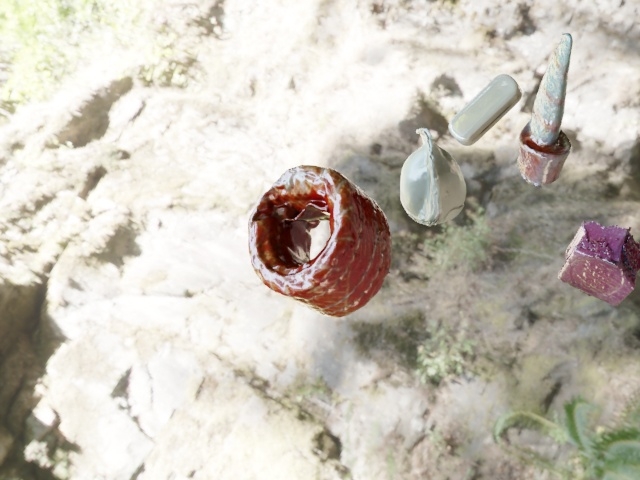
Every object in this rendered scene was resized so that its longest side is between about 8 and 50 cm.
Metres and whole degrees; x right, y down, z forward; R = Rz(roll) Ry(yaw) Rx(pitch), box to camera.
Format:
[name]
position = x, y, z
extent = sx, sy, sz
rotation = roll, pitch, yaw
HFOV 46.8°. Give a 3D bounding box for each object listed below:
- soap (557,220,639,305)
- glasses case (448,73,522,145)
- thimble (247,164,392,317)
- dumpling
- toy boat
[soap]
position = 0.629, 0.043, 1.646
extent = 0.099, 0.162, 0.250
rotation = -58, -18, -14
[glasses case]
position = 0.402, -0.318, 1.807
extent = 0.196, 0.083, 0.050
rotation = -43, -34, 15
[thimble]
position = 0.000, 0.000, 1.827
extent = 0.230, 0.350, 0.350
rotation = 27, -92, -49
[dumpling]
position = 0.298, -0.174, 1.980
extent = 0.341, 0.181, 0.260
rotation = -23, -72, -56
[toy boat]
position = 0.427, -0.261, 1.373
extent = 0.206, 0.096, 0.282
rotation = -72, -16, -51
